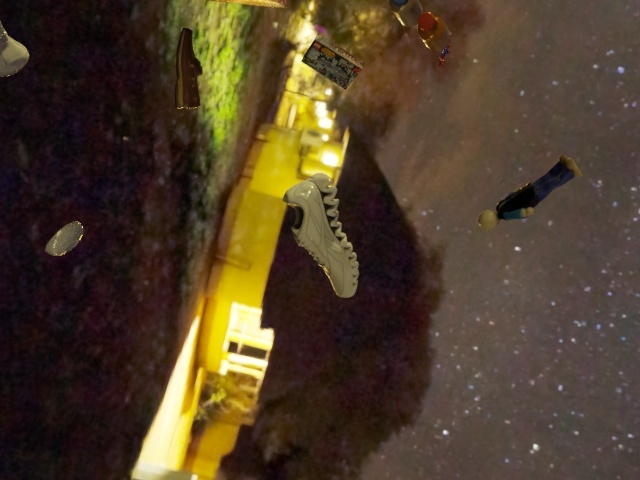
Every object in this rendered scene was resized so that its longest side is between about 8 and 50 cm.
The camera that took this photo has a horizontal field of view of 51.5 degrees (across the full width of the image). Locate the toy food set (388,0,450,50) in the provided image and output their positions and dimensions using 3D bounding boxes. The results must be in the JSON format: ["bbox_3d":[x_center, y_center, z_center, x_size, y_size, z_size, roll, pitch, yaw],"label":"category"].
[{"bbox_3d":[0.143,-0.405,0.965,0.104,0.111,0.233,-8,105,-72],"label":"toy food set"}]

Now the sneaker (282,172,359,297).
[{"bbox_3d":[0.000,0.000,1.501,0.110,0.118,0.292,1,-68,64],"label":"sneaker"}]

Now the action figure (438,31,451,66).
[{"bbox_3d":[0.389,-0.596,2.055,0.038,0.030,0.115,65,36,-69],"label":"action figure"}]

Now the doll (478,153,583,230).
[{"bbox_3d":[0.364,-0.078,1.175,0.189,0.046,0.129,-36,-166,13],"label":"doll"}]

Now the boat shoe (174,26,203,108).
[{"bbox_3d":[-0.294,-0.385,1.492,0.064,0.060,0.178,-153,-115,-73],"label":"boat shoe"}]

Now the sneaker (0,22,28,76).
[{"bbox_3d":[-0.703,-0.434,1.368,0.129,0.111,0.297,-46,167,8],"label":"sneaker"}]

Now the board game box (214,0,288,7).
[{"bbox_3d":[-0.225,-0.772,1.494,0.356,0.355,0.357,-165,-102,-82],"label":"board game box"}]

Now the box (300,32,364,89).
[{"bbox_3d":[0.029,-0.443,1.650,0.094,0.137,0.027,-43,-159,57],"label":"box"}]

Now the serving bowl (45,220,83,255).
[{"bbox_3d":[-0.492,0.001,1.291,0.083,0.027,0.083,-46,179,-1],"label":"serving bowl"}]
